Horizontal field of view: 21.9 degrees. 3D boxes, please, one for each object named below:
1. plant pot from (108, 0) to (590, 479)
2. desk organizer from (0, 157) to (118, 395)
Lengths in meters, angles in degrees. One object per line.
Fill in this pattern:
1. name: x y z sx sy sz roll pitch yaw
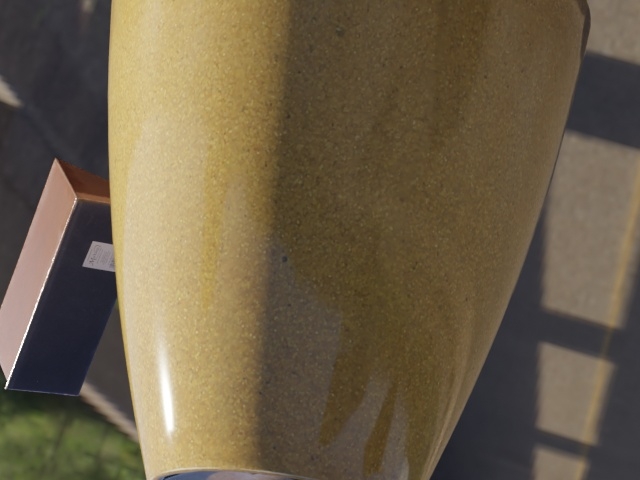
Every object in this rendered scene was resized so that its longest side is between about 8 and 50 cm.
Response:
1. plant pot: 0.000 0.000 0.777 0.237 0.254 0.237 6 158 3
2. desk organizer: -0.147 0.021 0.956 0.047 0.130 0.050 9 -153 -32
